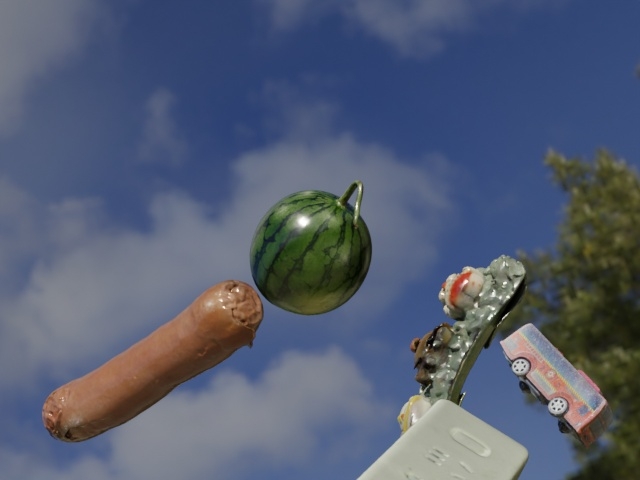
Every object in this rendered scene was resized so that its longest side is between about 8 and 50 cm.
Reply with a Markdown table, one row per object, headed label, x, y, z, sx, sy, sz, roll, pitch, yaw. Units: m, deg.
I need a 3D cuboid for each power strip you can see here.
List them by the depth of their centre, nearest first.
| label | x | y | z | sx | sy | sz | roll | pitch | yaw |
| --- | --- | --- | --- | --- | --- | --- | --- | --- | --- |
| power strip | 0.088 | 0.207 | 1.211 | 0.058 | 0.098 | 0.338 | -65 | -14 | 19 |

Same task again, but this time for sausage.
| label | x | y | z | sx | sy | sz | roll | pitch | yaw |
| --- | --- | --- | --- | --- | --- | --- | --- | --- | --- |
| sausage | -0.231 | 0.173 | 2.000 | 0.419 | 0.094 | 0.094 | -33 | 10 | 34 |

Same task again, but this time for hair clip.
| label | x | y | z | sx | sy | sz | roll | pitch | yaw |
| --- | --- | --- | --- | --- | --- | --- | --- | --- | --- |
| hair clip | 0.138 | 0.162 | 1.732 | 0.091 | 0.321 | 0.138 | 23 | -13 | -6 |

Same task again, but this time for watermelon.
| label | x | y | z | sx | sy | sz | roll | pitch | yaw |
| --- | --- | --- | --- | --- | --- | --- | --- | --- | --- |
| watermelon | 0.000 | 0.000 | 1.743 | 0.140 | 0.141 | 0.187 | 15 | -59 | -42 |

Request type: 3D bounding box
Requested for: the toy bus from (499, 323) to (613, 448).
| label | x | y | z | sx | sy | sz | roll | pitch | yaw |
| --- | --- | --- | --- | --- | --- | --- | --- | --- | --- |
| toy bus | 0.325 | 0.198 | 2.077 | 0.077 | 0.192 | 0.065 | -39 | -40 | -3 |
